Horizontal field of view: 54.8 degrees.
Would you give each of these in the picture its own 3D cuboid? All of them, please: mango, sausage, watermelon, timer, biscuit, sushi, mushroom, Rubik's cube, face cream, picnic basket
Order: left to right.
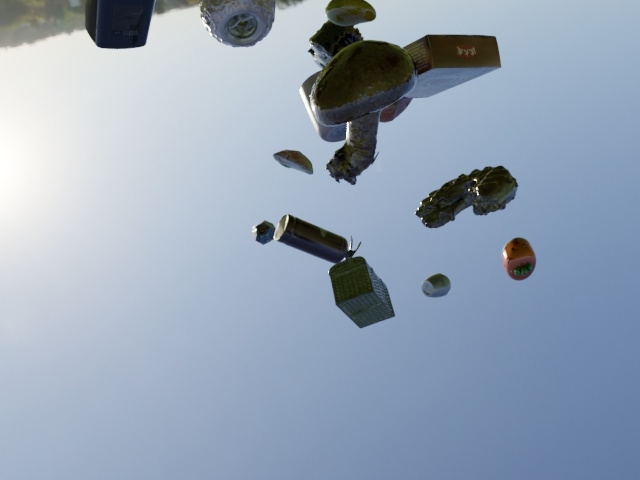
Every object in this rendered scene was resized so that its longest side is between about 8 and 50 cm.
[{"bbox_3d":[-0.248,-0.036,2.741,0.111,0.111,0.093,-3,-137,17],"label":"Rubik's cube"},{"bbox_3d":[-0.101,-0.311,2.419,0.180,0.081,0.094,20,-168,11],"label":"watermelon"},{"bbox_3d":[0.082,-0.815,2.635,0.234,0.207,0.348,36,-178,25],"label":"sushi"},{"bbox_3d":[0.107,-0.849,2.275,0.191,0.122,0.085,0,-121,31],"label":"mango"},{"bbox_3d":[0.130,0.159,1.958,0.134,0.196,0.154,-23,-129,17],"label":"picnic basket"},{"bbox_3d":[0.123,-0.367,1.709,0.334,0.356,0.331,-19,172,12],"label":"mushroom"},{"bbox_3d":[0.287,-0.587,2.519,0.141,0.153,0.268,29,-119,22],"label":"sausage"},{"bbox_3d":[0.434,0.171,2.317,0.095,0.091,0.091,-12,-159,-37],"label":"face cream"},{"bbox_3d":[0.527,-0.161,2.157,0.366,0.115,0.268,-13,-157,49],"label":"biscuit"},{"bbox_3d":[0.605,0.065,1.881,0.099,0.136,0.136,-6,-155,14],"label":"timer"}]

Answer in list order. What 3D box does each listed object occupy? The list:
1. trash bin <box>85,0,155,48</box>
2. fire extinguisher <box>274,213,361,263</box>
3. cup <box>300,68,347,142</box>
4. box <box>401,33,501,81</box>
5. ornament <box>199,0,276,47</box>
[{"bbox_3d":[-0.611,-0.743,1.882,0.210,0.290,0.182,-16,-122,-35],"label":"trash bin"},{"bbox_3d":[0.000,0.000,2.352,0.337,0.135,0.114,23,165,-23],"label":"fire extinguisher"},{"bbox_3d":[0.080,-0.471,2.142,0.253,0.200,0.191,-17,164,-10],"label":"cup"},{"bbox_3d":[0.391,-0.625,2.256,0.345,0.122,0.385,-12,-178,-34],"label":"box"},{"bbox_3d":[-0.273,-0.778,2.046,0.260,0.259,0.225,-13,-116,-3],"label":"ornament"}]
